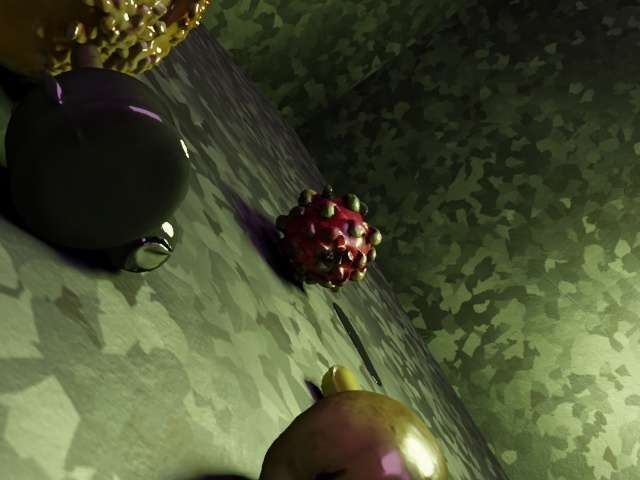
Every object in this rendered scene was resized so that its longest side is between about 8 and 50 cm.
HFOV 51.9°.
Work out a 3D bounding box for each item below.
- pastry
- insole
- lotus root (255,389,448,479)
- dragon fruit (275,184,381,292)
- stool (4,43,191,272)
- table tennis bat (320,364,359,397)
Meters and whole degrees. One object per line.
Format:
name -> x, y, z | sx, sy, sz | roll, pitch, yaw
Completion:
pastry -> -0.238, -0.273, 0.725 | 0.184, 0.284, 0.316 | 52, 1, -4
insole -> 0.086, 0.237, 1.515 | 0.080, 0.003, 0.232 | 42, 16, -56
lotus root -> 0.036, 0.238, 0.644 | 0.183, 0.183, 0.310 | 57, 4, 14
dragon fruit -> -0.004, 0.004, 1.366 | 0.198, 0.273, 0.218 | -38, 101, -37
stool -> -0.215, -0.068, 0.629 | 0.139, 0.153, 0.228 | -122, -146, -42
table tennis bat -> 0.075, 0.338, 0.929 | 0.224, 0.054, 0.369 | 44, 18, -50
